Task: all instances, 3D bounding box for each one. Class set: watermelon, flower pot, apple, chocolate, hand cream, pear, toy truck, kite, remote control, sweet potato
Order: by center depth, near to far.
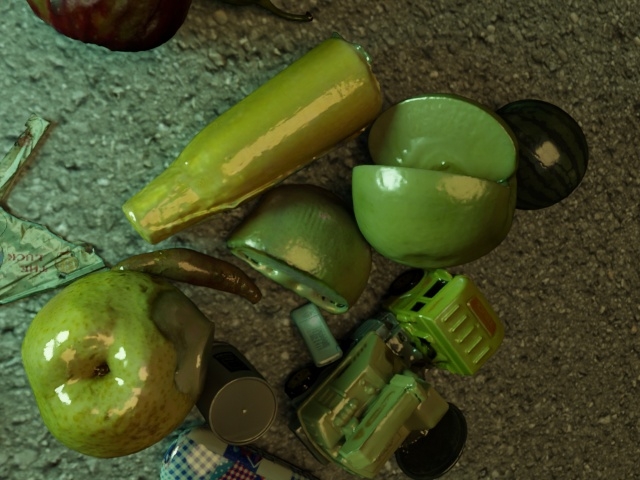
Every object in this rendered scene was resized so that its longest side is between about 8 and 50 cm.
[{"bbox_3d":[-0.284,0.169,0.817,0.271,0.271,0.270,-3,97,-23],"label":"pear"},{"bbox_3d":[-0.500,-0.025,0.835,0.406,0.014,0.368,32,84,-23],"label":"kite"},{"bbox_3d":[-0.107,-0.146,0.934,0.445,0.162,0.162,-37,109,-11],"label":"chocolate"},{"bbox_3d":[-0.214,0.050,0.947,0.256,0.058,0.078,10,110,-21],"label":"sweet potato"},{"bbox_3d":[-0.202,-0.039,0.961,0.102,0.022,0.035,-17,103,-15],"label":"hand cream"},{"bbox_3d":[0.194,-0.096,0.975,0.292,0.254,0.291,-31,125,-59],"label":"apple"},{"bbox_3d":[0.000,0.000,1.004,0.265,0.120,0.193,35,71,-25],"label":"apple"},{"bbox_3d":[0.135,0.224,1.018,0.405,0.254,0.180,-41,106,-17],"label":"toy truck"},{"bbox_3d":[-0.008,0.162,1.019,0.053,0.124,0.017,-25,142,-9],"label":"remote control"},{"bbox_3d":[0.394,-0.158,1.105,0.212,0.212,0.212,-3,97,-23],"label":"watermelon"},{"bbox_3d":[0.189,0.366,1.132,0.158,0.107,0.157,-4,101,-23],"label":"flower pot"}]

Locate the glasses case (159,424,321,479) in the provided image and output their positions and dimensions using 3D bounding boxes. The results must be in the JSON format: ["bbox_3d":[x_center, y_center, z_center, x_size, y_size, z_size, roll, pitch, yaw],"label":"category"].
[{"bbox_3d":[-0.123,0.429,1.019,0.328,0.076,0.125,35,80,-24],"label":"glasses case"}]

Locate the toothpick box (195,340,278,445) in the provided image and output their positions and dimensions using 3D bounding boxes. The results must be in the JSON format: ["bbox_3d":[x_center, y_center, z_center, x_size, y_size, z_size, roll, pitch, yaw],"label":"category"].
[{"bbox_3d":[-0.148,0.237,0.929,0.111,0.181,0.111,-4,99,-24],"label":"toothpick box"}]

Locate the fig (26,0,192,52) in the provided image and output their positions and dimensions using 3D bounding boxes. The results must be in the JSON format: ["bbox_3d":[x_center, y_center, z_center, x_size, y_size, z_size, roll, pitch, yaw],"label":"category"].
[{"bbox_3d":[-0.272,-0.378,0.791,0.224,0.224,0.263,39,77,-22],"label":"fig"}]

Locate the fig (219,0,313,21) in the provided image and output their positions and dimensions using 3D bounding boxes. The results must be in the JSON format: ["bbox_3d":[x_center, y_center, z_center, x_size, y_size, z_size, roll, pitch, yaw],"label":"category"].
[{"bbox_3d":[-0.102,-0.410,0.930,0.236,0.124,0.124,28,84,-47],"label":"fig"}]
